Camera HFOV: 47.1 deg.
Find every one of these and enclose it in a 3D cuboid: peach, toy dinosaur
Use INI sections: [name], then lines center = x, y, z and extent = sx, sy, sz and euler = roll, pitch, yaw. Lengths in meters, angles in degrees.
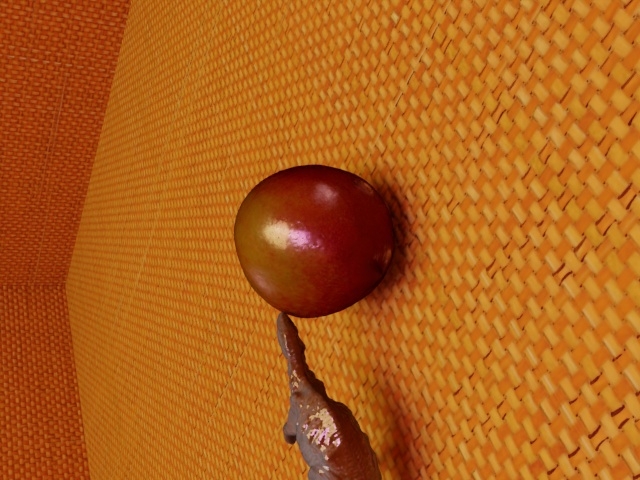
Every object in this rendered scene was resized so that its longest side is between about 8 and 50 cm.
[peach]
center = 0.000, 0.000, 0.858
extent = 0.197, 0.197, 0.197
euler = -8, 81, 61
[toy dinosaur]
center = 0.034, 0.273, 0.806
extent = 0.205, 0.092, 0.393
euler = 92, 154, -54
